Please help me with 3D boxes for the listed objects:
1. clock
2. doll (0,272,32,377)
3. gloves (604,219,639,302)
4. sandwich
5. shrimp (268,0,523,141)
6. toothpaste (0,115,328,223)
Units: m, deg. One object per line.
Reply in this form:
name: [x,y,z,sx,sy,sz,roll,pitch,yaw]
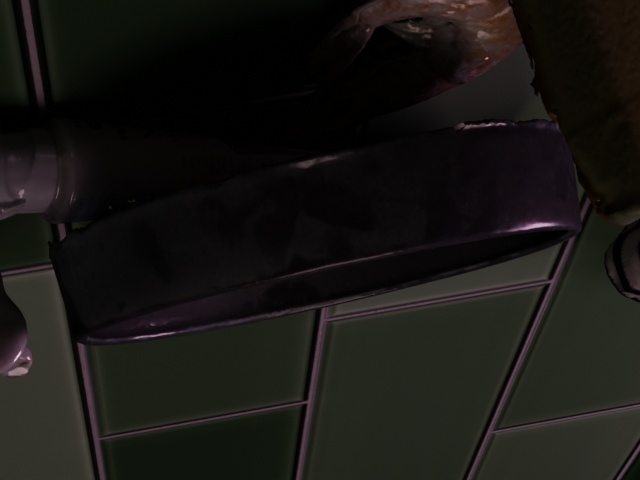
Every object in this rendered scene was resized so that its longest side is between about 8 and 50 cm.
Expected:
clock: [0.000,0.000,1.337,0.386,0.076,0.386,-13,174,-1]
doll: [-0.370,0.034,1.293,0.384,0.099,0.188,18,143,-33]
gloves: [0.328,-0.027,1.521,0.140,0.131,0.219,-2,164,-29]
sandwich: [0.220,-0.098,1.182,0.108,0.220,0.186,-28,152,28]
shrimp: [0.039,-0.122,1.251,0.223,0.047,0.126,-27,151,34]
toothpaste: [-0.103,-0.049,1.320,0.299,0.073,0.114,-1,175,-32]
